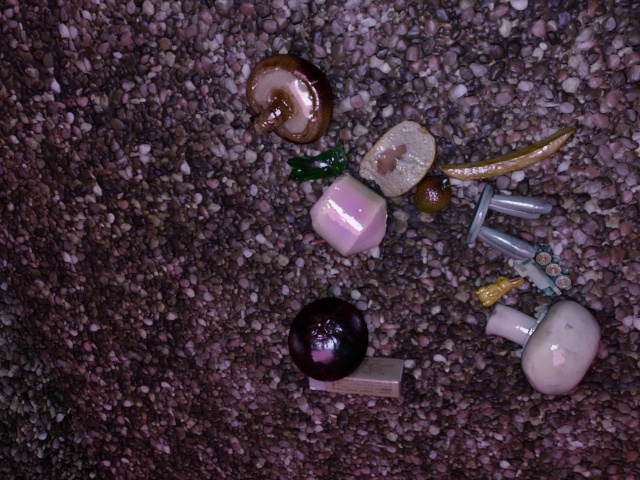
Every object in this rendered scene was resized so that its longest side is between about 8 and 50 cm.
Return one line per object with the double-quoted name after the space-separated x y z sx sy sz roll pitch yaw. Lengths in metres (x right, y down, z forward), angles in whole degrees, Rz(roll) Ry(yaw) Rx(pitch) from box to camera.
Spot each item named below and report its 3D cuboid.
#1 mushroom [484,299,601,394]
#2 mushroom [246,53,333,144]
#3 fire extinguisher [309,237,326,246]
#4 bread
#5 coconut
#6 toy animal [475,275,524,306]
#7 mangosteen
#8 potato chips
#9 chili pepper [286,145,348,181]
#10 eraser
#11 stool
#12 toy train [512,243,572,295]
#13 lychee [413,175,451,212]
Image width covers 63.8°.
0.701 0.318 1.658 0.336 0.314 0.314 22 116 29 "mushroom"
-0.098 -0.437 1.622 0.278 0.163 0.297 -39 97 15 "mushroom"
0.000 0.000 1.836 0.083 0.022 0.028 -15 75 19 "fire extinguisher"
0.266 -0.263 1.636 0.183 0.224 0.211 45 73 2 "bread"
0.103 -0.073 1.680 0.245 0.233 0.233 39 115 -2 "coconut"
0.602 0.159 1.723 0.159 0.083 0.070 -33 73 12 "toy animal"
0.034 0.358 1.826 0.297 0.297 0.293 -11 128 18 "mangosteen"
0.572 -0.249 1.570 0.407 0.057 0.080 -16 109 20 "potato chips"
-0.016 -0.248 1.724 0.225 0.061 0.098 -14 113 17 "chili pepper"
0.136 0.505 1.928 0.344 0.144 0.078 0 112 15 "eraser"
0.562 -0.050 1.565 0.199 0.195 0.195 22 90 11 "stool"
0.718 0.098 1.659 0.125 0.080 0.194 -36 101 34 "toy train"
0.358 -0.147 1.638 0.114 0.114 0.146 45 134 -5 "lychee"
